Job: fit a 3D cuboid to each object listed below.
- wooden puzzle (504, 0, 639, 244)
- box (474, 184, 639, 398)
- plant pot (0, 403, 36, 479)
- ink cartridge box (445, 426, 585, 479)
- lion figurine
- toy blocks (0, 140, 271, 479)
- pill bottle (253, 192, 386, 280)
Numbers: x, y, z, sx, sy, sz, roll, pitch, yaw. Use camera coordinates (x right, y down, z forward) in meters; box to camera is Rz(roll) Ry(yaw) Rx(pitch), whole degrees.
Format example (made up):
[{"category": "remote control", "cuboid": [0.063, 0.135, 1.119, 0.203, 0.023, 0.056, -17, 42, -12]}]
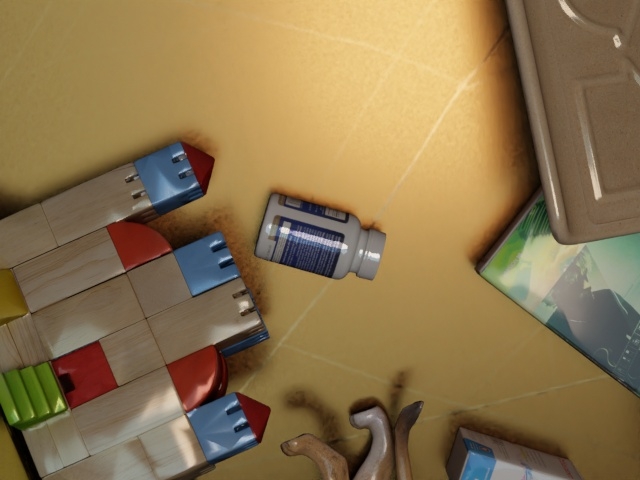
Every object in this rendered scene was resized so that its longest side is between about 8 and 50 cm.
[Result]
[{"category": "wooden puzzle", "cuboid": [0.317, -0.174, 1.466, 0.348, 0.080, 0.322, -10, 87, -23]}, {"category": "box", "cuboid": [0.346, 0.037, 1.542, 0.322, 0.058, 0.232, 37, 91, 1]}, {"category": "plant pot", "cuboid": [-0.367, 0.256, 1.524, 0.187, 0.212, 0.212, -23, 99, -10]}, {"category": "ink cartridge box", "cuboid": [0.193, 0.236, 1.579, 0.123, 0.088, 0.052, 16, 98, -4]}, {"category": "lion figurine", "cuboid": [-0.041, 0.326, 1.557, 0.392, 0.142, 0.240, -23, 85, 10]}, {"category": "toy blocks", "cuboid": [-0.170, 0.087, 1.494, 0.261, 0.191, 0.381, -24, 78, -3]}, {"category": "pill bottle", "cuboid": [0.000, 0.000, 1.549, 0.120, 0.067, 0.067, 16, 98, -3]}]
